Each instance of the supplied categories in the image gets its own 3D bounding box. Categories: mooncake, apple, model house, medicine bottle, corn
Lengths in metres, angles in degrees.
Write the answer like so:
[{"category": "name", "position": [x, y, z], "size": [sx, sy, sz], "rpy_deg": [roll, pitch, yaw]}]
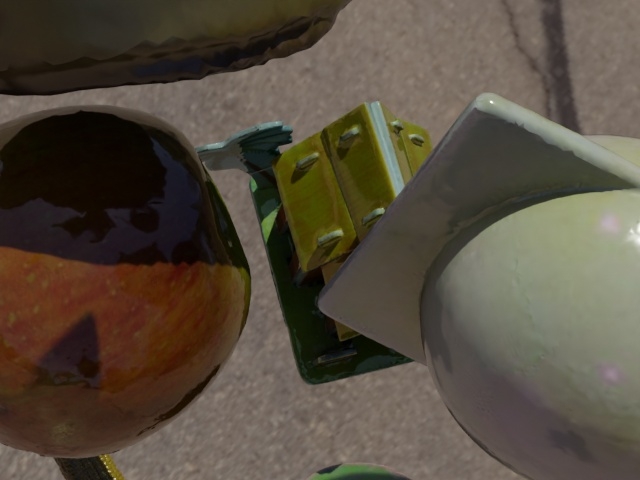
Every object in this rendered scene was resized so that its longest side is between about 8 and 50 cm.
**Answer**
[{"category": "mooncake", "position": [-0.166, -0.271, 1.063], "size": [0.393, 0.246, 0.394], "rpy_deg": [-16, 24, -6]}, {"category": "apple", "position": [-0.228, 0.036, 1.196], "size": [0.340, 0.339, 0.339], "rpy_deg": [13, 56, -21]}, {"category": "model house", "position": [0.000, 0.000, 1.473], "size": [0.340, 0.323, 0.300], "rpy_deg": [-12, 76, -14]}, {"category": "medicine bottle", "position": [0.220, 0.067, 0.795], "size": [0.406, 0.235, 0.235], "rpy_deg": [26, 53, -10]}, {"category": "corn", "position": [-0.296, 0.305, 1.587], "size": [0.068, 0.068, 0.207], "rpy_deg": [-34, 91, -38]}]

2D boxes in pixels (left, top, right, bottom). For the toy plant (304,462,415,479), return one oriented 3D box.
[{"category": "toy plant", "position": [0.067, 0.481, 1.613], "size": [0.317, 0.356, 0.210], "rpy_deg": [1, 18, -5]}]
